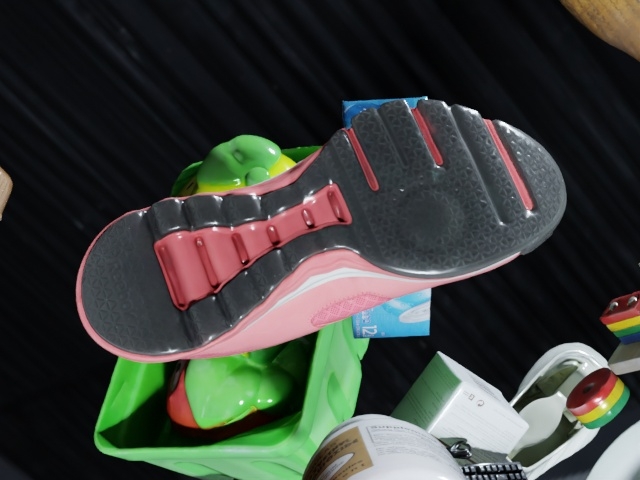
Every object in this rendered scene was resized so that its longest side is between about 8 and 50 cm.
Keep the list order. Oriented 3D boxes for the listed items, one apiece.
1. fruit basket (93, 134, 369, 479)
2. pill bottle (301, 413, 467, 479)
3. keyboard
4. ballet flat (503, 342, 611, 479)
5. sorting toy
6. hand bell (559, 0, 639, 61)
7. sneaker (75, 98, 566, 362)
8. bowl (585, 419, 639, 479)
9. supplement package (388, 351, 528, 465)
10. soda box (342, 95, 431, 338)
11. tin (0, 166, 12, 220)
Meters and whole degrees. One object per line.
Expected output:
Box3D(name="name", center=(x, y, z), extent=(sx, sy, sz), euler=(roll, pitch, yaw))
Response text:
Box3D(name="fruit basket", center=(-0.084, 0.040, 1.327), extent=(0.282, 0.392, 0.392), euler=(-6, 41, 28))
Box3D(name="pill bottle", center=(0.049, 0.205, 0.988), extent=(0.131, 0.131, 0.229), euler=(-42, 6, 1))
Box3D(name="keyboard", center=(0.157, 0.260, 1.412), extent=(0.023, 0.180, 0.108), euler=(-55, 46, 32))
Box3D(name="ballet flat", center=(0.334, 0.245, 1.880), extent=(0.139, 0.139, 0.400), euler=(-15, 13, 46))
Box3D(name="sorting toy", center=(0.294, 0.028, 1.036), extent=(0.274, 0.046, 0.132), euler=(-49, 10, -27))
Box3D(name="hand bell", center=(0.192, -0.081, 0.679), extent=(0.126, 0.242, 0.126), euler=(-37, -18, -14))
Box3D(name="sneaker", center=(-0.001, 0.000, 0.844), extent=(0.313, 0.116, 0.136), euler=(-16, -12, -8))
Box3D(name="bowl", center=(0.412, 0.340, 1.425), extent=(0.298, 0.134, 0.298), euler=(-45, 30, 36))
Box3D(name="supplement package", center=(0.136, 0.240, 1.519), extent=(0.179, 0.105, 0.105), euler=(-54, 19, 6))
Box3D(name="soda box", center=(0.054, -0.013, 1.045), extent=(0.067, 0.210, 0.071), euler=(-3, 48, 2))
Box3D(name="tin", center=(-0.297, -0.063, 0.977), extent=(0.190, 0.106, 0.040), euler=(69, -137, -70))
